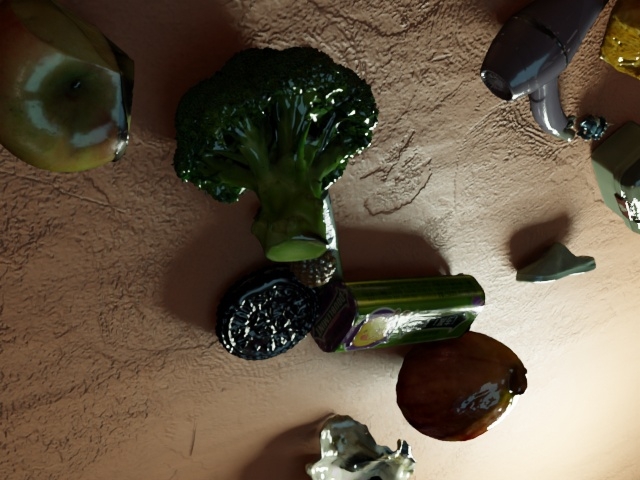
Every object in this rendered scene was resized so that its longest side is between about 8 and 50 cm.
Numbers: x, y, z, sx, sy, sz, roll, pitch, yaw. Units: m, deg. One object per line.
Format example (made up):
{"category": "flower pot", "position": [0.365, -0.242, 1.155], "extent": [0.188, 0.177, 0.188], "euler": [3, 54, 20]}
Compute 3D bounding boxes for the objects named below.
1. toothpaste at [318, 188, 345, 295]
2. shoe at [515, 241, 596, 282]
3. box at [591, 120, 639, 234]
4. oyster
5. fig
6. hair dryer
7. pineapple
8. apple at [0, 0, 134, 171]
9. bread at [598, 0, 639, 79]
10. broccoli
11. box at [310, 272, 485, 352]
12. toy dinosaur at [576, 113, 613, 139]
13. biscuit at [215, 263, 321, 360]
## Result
{"category": "toothpaste", "position": [0.000, 0.000, 1.527], "extent": [0.075, 0.048, 0.296], "euler": [-27, 140, -16]}
{"category": "shoe", "position": [0.487, 0.041, 1.924], "extent": [0.195, 0.079, 0.078], "euler": [-7, 92, -23]}
{"category": "box", "position": [0.638, -0.124, 1.844], "extent": [0.148, 0.129, 0.210], "euler": [-40, 137, -3]}
{"category": "oyster", "position": [0.088, 0.497, 1.959], "extent": [0.351, 0.115, 0.238], "euler": [22, 100, -50]}
{"category": "fig", "position": [0.283, 0.291, 1.856], "extent": [0.263, 0.224, 0.224], "euler": [-25, 139, 8]}
{"category": "hair dryer", "position": [0.412, -0.291, 1.580], "extent": [0.301, 0.121, 0.361], "euler": [-45, 148, -10]}
{"category": "pineapple", "position": [-0.043, 0.005, 1.451], "extent": [0.074, 0.074, 0.159], "euler": [-42, 117, 0]}
{"category": "apple", "position": [-0.302, -0.176, 1.044], "extent": [0.174, 0.188, 0.207], "euler": [-43, 131, -6]}
{"category": "bread", "position": [0.575, -0.407, 1.507], "extent": [0.294, 0.132, 0.167], "euler": [-53, 150, -15]}
{"category": "broccoli", "position": [-0.060, -0.110, 1.222], "extent": [0.298, 0.297, 0.297], "euler": [-5, 157, -2]}
{"category": "box", "position": [0.147, 0.127, 1.691], "extent": [0.346, 0.097, 0.134], "euler": [-2, 133, -40]}
{"category": "toy dinosaur", "position": [0.515, -0.216, 1.748], "extent": [0.083, 0.030, 0.047], "euler": [-7, 126, -35]}
{"category": "biscuit", "position": [-0.085, 0.120, 1.541], "extent": [0.195, 0.053, 0.194], "euler": [-15, 131, -18]}
